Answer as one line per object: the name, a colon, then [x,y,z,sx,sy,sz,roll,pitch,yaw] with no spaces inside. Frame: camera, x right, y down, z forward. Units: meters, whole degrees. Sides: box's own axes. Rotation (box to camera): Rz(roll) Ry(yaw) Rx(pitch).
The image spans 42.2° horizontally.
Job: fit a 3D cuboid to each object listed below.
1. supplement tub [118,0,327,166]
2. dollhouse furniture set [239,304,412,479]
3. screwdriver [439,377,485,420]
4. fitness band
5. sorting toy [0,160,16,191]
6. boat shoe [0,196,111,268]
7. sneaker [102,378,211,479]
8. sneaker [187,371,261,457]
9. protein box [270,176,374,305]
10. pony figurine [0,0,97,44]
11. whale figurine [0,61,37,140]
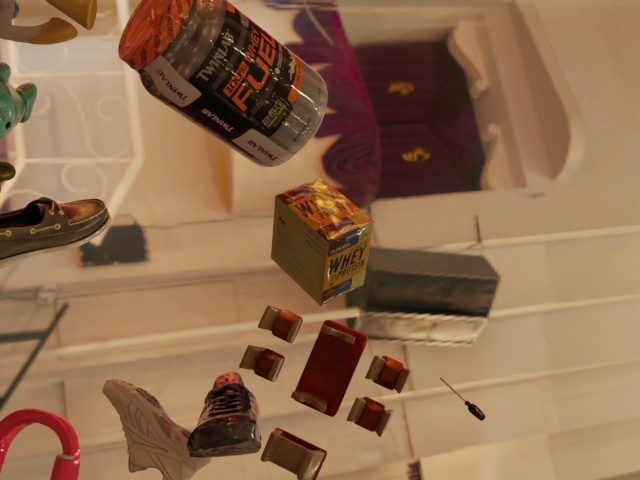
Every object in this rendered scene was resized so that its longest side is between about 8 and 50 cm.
supplement tub: [-0.156,-0.271,1.352,0.194,0.316,0.193,-29,-135,34]
dollhouse furniture set: [-0.005,0.266,1.408,0.259,0.262,0.135,-66,166,-4]
screwdriver: [0.336,0.376,1.962,0.024,0.170,0.025,-37,-152,22]
fitness band: [-0.561,0.462,1.553,0.054,0.209,0.290,40,61,-62]
sorting toy: [-0.696,-0.126,1.761,0.042,0.061,0.102,-50,-170,43]
boat shoe: [-0.559,-0.031,1.650,0.109,0.305,0.091,33,-47,39]
sneaker: [-0.303,0.333,1.410,0.232,0.115,0.090,39,-5,18]
sneaker: [-0.147,0.264,1.269,0.319,0.112,0.131,113,-27,-74]
protein box: [0.000,0.000,1.928,0.200,0.136,0.201,42,-38,33]
pony figurine: [-0.491,-0.457,1.251,0.303,0.364,0.351,106,-8,-66]
whale figurine: [-0.731,-0.296,1.889,0.216,0.141,0.272,-66,166,18]
